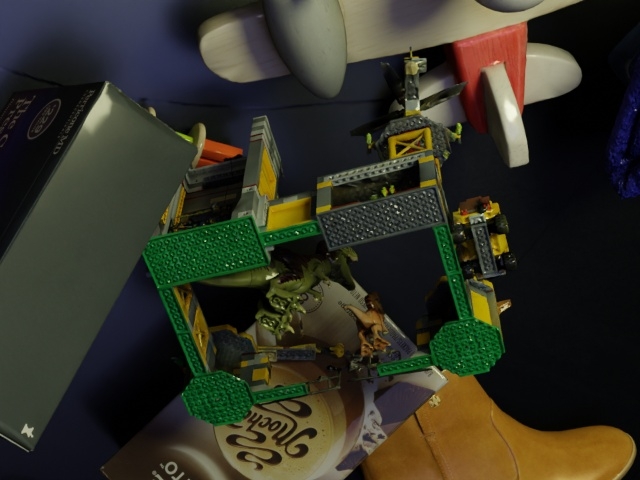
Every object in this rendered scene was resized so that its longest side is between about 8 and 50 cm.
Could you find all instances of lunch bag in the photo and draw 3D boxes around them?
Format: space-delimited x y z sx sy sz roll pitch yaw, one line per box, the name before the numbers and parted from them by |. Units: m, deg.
lunch bag | 0.349 -0.187 1.215 0.067 0.065 0.098 41 91 -24

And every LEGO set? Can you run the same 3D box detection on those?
LEGO set | 0.000 0.000 1.023 0.331 0.192 0.255 -19 122 15

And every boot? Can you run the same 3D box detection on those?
boot | 0.185 0.206 1.269 0.295 0.104 0.211 -23 113 -5

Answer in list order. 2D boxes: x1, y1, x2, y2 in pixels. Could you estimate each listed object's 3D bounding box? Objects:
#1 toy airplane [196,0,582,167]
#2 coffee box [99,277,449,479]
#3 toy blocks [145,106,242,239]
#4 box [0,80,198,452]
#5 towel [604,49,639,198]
toy airplane | 0.136 -0.233 1.018 0.384 0.272 0.386 27 106 -18
coffee box | -0.042 0.175 1.148 0.297 0.119 0.168 -44 86 -1
toy blocks | -0.115 -0.046 1.122 0.148 0.054 0.123 19 99 -23
box | -0.233 0.012 0.926 0.103 0.184 0.261 38 71 -35
towel | 0.411 -0.176 1.135 0.308 0.076 0.228 -28 144 -31
